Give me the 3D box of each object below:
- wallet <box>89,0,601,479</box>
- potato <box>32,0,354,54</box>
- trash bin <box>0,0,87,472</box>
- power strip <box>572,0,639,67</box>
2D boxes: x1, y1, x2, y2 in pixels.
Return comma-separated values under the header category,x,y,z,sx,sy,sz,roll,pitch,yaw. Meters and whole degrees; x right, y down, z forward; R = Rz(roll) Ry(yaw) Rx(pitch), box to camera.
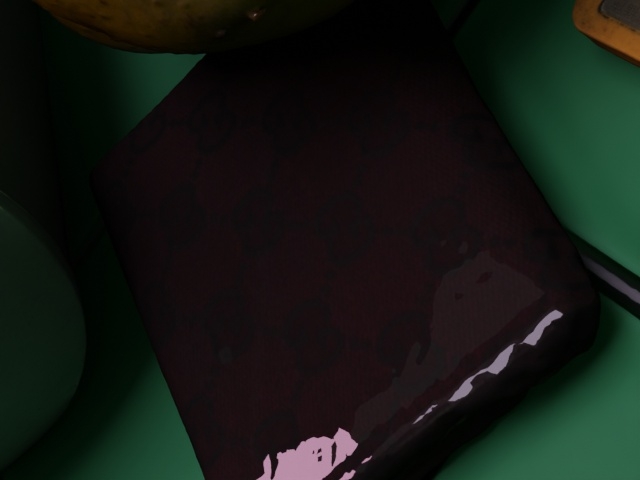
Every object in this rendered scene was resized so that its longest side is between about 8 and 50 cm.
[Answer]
category,x,y,z,sx,sy,sz,roll,pitch,yaw
wallet,0.000,0.000,0.554,0.182,0.049,0.229,-40,48,18
potato,-0.042,-0.180,0.576,0.369,0.176,0.196,-113,33,-67
trash bin,-0.261,-0.064,0.667,0.280,0.280,0.432,-34,46,25
power strip,0.154,-0.060,0.458,0.049,0.028,0.178,-55,43,5
